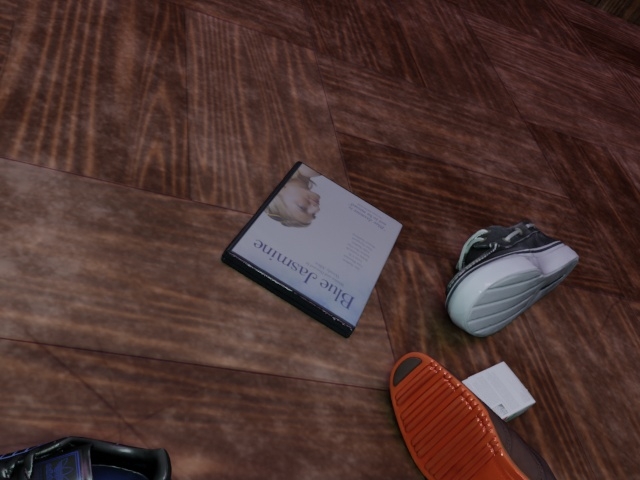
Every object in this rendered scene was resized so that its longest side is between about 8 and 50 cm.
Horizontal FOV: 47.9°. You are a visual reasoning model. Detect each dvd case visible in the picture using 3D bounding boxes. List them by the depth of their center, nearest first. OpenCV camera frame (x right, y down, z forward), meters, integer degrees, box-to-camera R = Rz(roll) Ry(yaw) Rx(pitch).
[{"bbox_3d":[0.000,0.000,0.946,0.180,0.022,0.253,32,38,0],"label":"dvd case"}]

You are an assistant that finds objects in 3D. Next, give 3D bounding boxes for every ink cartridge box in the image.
[{"bbox_3d":[0.200,0.191,0.865,0.115,0.029,0.063,-11,55,-40],"label":"ink cartridge box"}]

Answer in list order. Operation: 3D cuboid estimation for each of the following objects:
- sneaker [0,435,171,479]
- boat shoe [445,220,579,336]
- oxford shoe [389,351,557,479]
[{"bbox_3d":[-0.225,0.185,0.531,0.232,0.090,0.081,5,45,-31],"label":"sneaker"},{"bbox_3d":[0.246,0.042,1.010,0.119,0.121,0.335,41,27,25],"label":"boat shoe"},{"bbox_3d":[0.176,0.233,0.770,0.271,0.097,0.098,53,22,19],"label":"oxford shoe"}]
